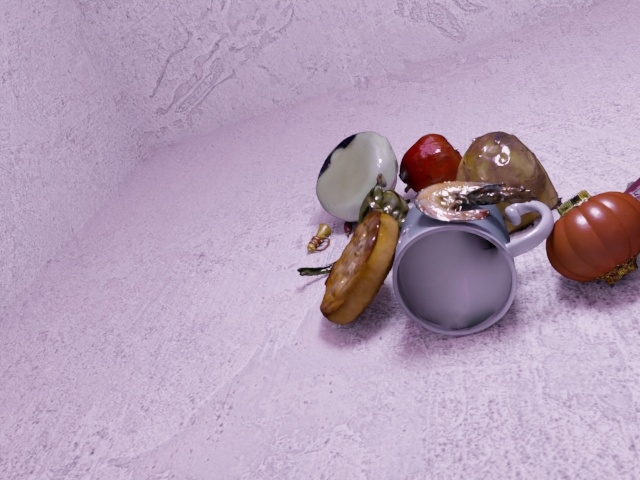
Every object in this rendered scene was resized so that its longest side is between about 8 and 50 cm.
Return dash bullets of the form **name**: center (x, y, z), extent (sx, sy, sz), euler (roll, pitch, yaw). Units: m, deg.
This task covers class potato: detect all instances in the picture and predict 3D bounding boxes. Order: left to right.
- **potato**: center (0.464, -0.173, 1.980), extent (0.300, 0.237, 0.288), euler (-31, 25, -18)

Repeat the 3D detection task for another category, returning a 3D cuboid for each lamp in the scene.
- **lamp**: center (0.579, -0.006, 1.588), extent (0.223, 0.197, 0.223), euler (-29, -12, -7)

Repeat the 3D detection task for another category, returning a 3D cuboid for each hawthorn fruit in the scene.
- **hawthorn fruit**: center (0.327, -0.216, 2.284), extent (0.202, 0.185, 0.185), euler (-41, 25, 1)

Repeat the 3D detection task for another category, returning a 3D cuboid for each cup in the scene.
- **cup**: center (0.337, 0.006, 1.671), extent (0.356, 0.259, 0.274), euler (-27, 19, 20)

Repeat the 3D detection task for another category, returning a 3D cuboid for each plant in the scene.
- **plant**: center (0.116, -0.021, 2.086), extent (0.333, 0.251, 0.180), euler (-31, 57, 32)

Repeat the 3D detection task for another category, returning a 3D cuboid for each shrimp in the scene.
- **shrimp**: center (0.320, -0.077, 1.565), extent (0.250, 0.052, 0.144), euler (-5, 35, 9)

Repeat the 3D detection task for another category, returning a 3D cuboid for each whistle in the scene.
- **whistle**: center (0.000, 0.002, 2.294), extent (0.109, 0.057, 0.046), euler (-60, -3, -41)

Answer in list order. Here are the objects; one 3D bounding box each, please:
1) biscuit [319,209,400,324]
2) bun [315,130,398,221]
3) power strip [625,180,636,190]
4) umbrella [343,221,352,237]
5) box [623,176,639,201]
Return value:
- **biscuit**: center (0.101, 0.070, 1.835), extent (0.296, 0.102, 0.296), euler (-60, 9, 16)
- **bun**: center (0.137, -0.180, 2.336), extent (0.293, 0.187, 0.293), euler (-24, 55, 40)
- **power strip**: center (0.766, -0.121, 1.874), extent (0.027, 0.017, 0.083), euler (-5, 29, 37)
- **umbrella**: center (0.084, -0.049, 2.327), extent (0.027, 0.025, 0.165), euler (-40, 18, 16)
- **box**: center (0.793, -0.116, 1.778), extent (0.224, 0.069, 0.120), euler (-37, 27, -30)
